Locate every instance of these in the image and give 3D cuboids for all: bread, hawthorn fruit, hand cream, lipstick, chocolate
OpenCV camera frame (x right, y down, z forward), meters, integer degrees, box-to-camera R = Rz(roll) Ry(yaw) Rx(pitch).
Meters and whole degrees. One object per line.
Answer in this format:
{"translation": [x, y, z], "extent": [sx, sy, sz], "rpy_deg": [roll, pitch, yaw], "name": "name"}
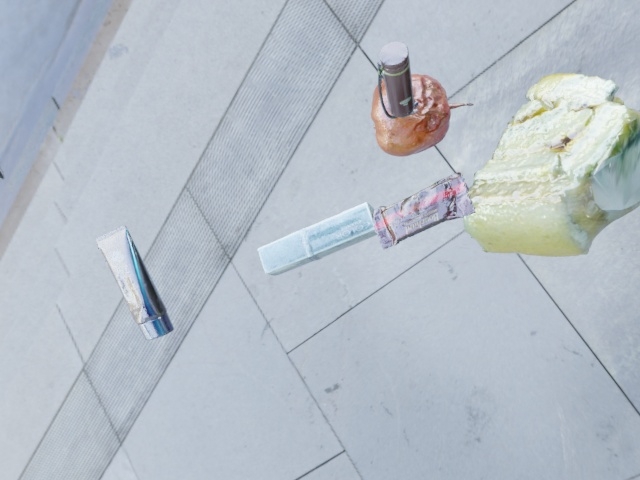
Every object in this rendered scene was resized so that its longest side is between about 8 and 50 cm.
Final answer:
{"translation": [0.510, -0.124, 0.982], "extent": [0.395, 0.239, 0.264], "rpy_deg": [-56, 33, 0], "name": "bread"}
{"translation": [0.244, -0.312, 1.151], "extent": [0.243, 0.207, 0.208], "rpy_deg": [-9, 86, 14], "name": "hawthorn fruit"}
{"translation": [-0.433, 0.101, 1.115], "extent": [0.120, 0.061, 0.271], "rpy_deg": [-18, 98, 33], "name": "hand cream"}
{"translation": [0.000, 0.000, 1.102], "extent": [0.289, 0.076, 0.078], "rpy_deg": [-23, 75, 16], "name": "lipstick"}
{"translation": [0.172, -0.051, 0.827], "extent": [0.182, 0.028, 0.086], "rpy_deg": [-21, 70, 25], "name": "chocolate"}

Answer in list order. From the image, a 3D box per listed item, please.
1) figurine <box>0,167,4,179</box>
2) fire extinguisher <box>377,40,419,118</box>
{"translation": [-0.661, -0.113, 0.818], "extent": [0.195, 0.108, 0.114], "rpy_deg": [-20, 84, -21], "name": "figurine"}
{"translation": [0.123, -0.239, 0.749], "extent": [0.064, 0.158, 0.043], "rpy_deg": [-30, 63, 1], "name": "fire extinguisher"}
